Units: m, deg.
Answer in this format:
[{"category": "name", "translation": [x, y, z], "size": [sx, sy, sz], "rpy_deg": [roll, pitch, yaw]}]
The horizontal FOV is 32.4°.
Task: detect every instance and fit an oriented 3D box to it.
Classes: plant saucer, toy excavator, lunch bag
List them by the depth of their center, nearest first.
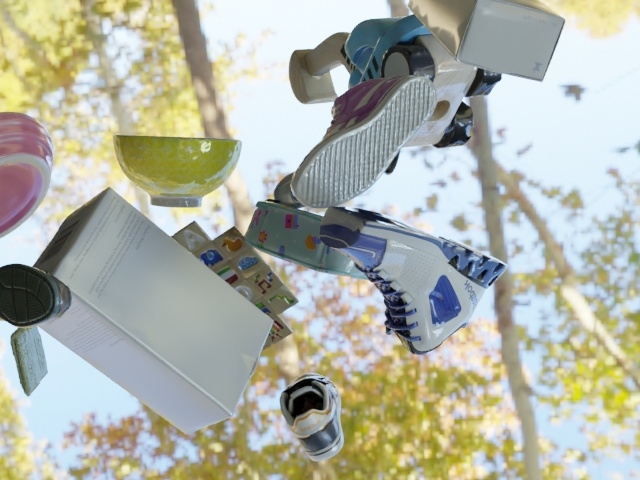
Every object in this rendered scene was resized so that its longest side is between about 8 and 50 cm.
[{"category": "plant saucer", "translation": [-0.655, -0.101, 2.153], "size": [0.332, 0.332, 0.084], "rpy_deg": [-24, -118, -42]}, {"category": "lunch bag", "translation": [0.000, 0.000, 2.224], "size": [0.279, 0.108, 0.224], "rpy_deg": [19, -175, 32]}, {"category": "toy excavator", "translation": [0.116, -0.353, 2.272], "size": [0.222, 0.433, 0.445], "rpy_deg": [-8, -126, -30]}]

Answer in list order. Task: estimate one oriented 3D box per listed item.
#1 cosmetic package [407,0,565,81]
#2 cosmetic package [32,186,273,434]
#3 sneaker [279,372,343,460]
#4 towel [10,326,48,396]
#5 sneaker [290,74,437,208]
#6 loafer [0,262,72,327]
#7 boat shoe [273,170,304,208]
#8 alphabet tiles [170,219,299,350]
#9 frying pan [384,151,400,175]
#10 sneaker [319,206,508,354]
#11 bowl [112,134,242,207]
[{"category": "cosmetic package", "translation": [0.268, -0.379, 1.839], "size": [0.160, 0.113, 0.309], "rpy_deg": [10, -156, -18]}, {"category": "cosmetic package", "translation": [-0.286, 0.123, 1.835], "size": [0.156, 0.385, 0.217], "rpy_deg": [-26, -151, 43]}, {"category": "sneaker", "translation": [-0.024, 0.359, 2.489], "size": [0.126, 0.127, 0.321], "rpy_deg": [-29, -158, 0]}, {"category": "towel", "translation": [-0.616, 0.244, 2.327], "size": [0.027, 0.148, 0.110], "rpy_deg": [-4, -160, 10]}, {"category": "sneaker", "translation": [0.041, -0.154, 1.712], "size": [0.282, 0.102, 0.161], "rpy_deg": [-40, -151, -20]}, {"category": "loafer", "translation": [-0.461, 0.083, 1.679], "size": [0.267, 0.096, 0.084], "rpy_deg": [-4, 178, 38]}, {"category": "boat shoe", "translation": [-0.023, -0.112, 2.260], "size": [0.227, 0.079, 0.081], "rpy_deg": [-14, -177, 38]}, {"category": "alphabet tiles", "translation": [-0.226, 0.122, 2.323], "size": [0.285, 0.342, 0.011], "rpy_deg": [-32, -153, 15]}, {"category": "frying pan", "translation": [0.147, -0.289, 2.690], "size": [0.053, 0.326, 0.197], "rpy_deg": [5, -114, 21]}, {"category": "sneaker", "translation": [0.133, 0.073, 1.641], "size": [0.315, 0.182, 0.127], "rpy_deg": [18, -175, -34]}, {"category": "bowl", "translation": [-0.319, -0.154, 2.455], "size": [0.289, 0.156, 0.289], "rpy_deg": [2, -174, 0]}]
